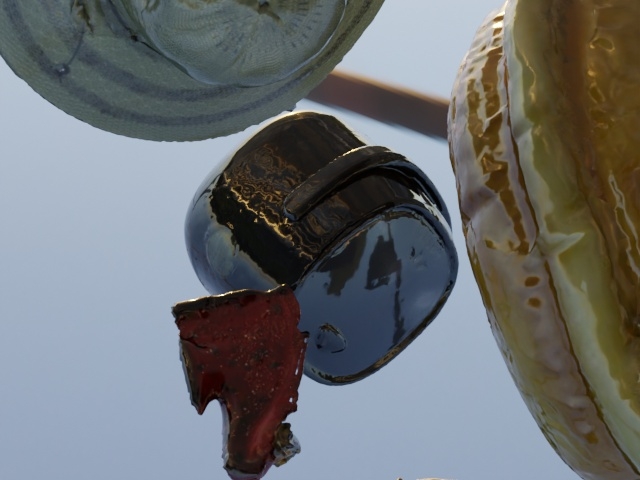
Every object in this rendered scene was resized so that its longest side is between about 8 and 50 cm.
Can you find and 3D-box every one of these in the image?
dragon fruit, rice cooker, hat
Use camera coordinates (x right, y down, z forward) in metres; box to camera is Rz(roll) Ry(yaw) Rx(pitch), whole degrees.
[{"bbox_3d":[-0.058,0.121,1.214,0.122,0.092,0.192,45,-153,-37],"label":"dragon fruit"},{"bbox_3d":[0.000,0.000,1.492,0.267,0.267,0.224,-8,-144,-33],"label":"rice cooker"},{"bbox_3d":[-0.047,-0.136,0.712,0.252,0.252,0.110,2,-150,-24],"label":"hat"}]

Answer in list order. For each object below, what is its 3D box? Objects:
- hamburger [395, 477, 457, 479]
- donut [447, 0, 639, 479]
[{"bbox_3d":[0.162,0.388,1.804,0.191,0.182,0.118,-5,-171,0],"label":"hamburger"},{"bbox_3d":[0.248,-0.012,1.033,0.449,0.198,0.449,32,-131,-46],"label":"donut"}]
